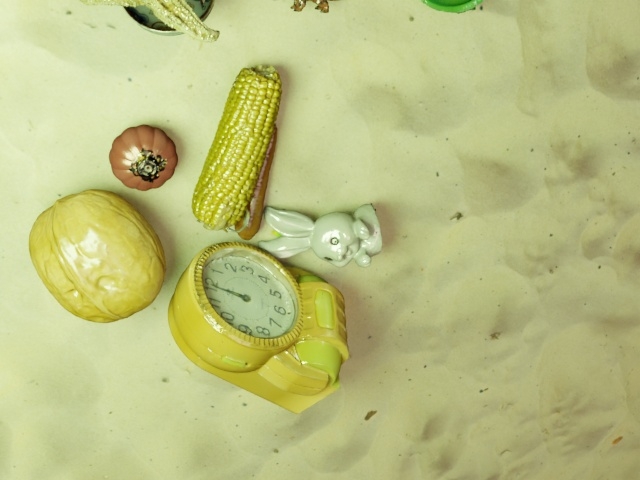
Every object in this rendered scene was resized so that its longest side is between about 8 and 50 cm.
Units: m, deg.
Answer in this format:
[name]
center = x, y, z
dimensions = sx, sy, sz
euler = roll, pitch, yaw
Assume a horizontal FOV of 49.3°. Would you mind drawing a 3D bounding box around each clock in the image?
[clock]
center = -0.115, 0.144, 1.239
dimensions = 0.317, 0.244, 0.200
euler = 24, 126, -27

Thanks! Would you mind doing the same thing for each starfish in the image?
[starfish]
center = -0.227, -0.366, 0.967
dimensions = 0.216, 0.071, 0.238
euler = -37, 89, -3

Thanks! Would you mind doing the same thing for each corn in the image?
[corn]
center = -0.135, -0.149, 1.158
dimensions = 0.106, 0.106, 0.293
euler = 12, 110, -27

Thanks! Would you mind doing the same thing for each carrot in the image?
[carrot]
center = -0.109, -0.103, 1.231
dimensions = 0.048, 0.048, 0.216
euler = 9, 107, -26

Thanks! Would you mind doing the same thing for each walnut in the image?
[walnut]
center = -0.350, 0.026, 1.112
dimensions = 0.193, 0.193, 0.225
euler = -28, 124, -7

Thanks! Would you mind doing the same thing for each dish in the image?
[dish]
center = -0.220, -0.355, 1.036
dimensions = 0.141, 0.078, 0.141
euler = 1, 78, -3

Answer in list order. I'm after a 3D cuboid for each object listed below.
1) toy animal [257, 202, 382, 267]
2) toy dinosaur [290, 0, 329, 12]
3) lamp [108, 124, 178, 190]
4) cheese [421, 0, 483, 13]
[toy animal]
center = 0.002, -0.002, 1.281
dimensions = 0.221, 0.131, 0.103
euler = -8, 133, -16
[toy dinosaur]
center = -0.008, -0.393, 1.115
dimensions = 0.154, 0.049, 0.055
euler = -6, 115, -14
[lamp]
center = -0.281, -0.131, 1.110
dimensions = 0.107, 0.092, 0.107
euler = -9, 119, -17
[cheese]
center = 0.268, -0.484, 1.162
dimensions = 0.320, 0.083, 0.204
euler = -7, 116, -17
